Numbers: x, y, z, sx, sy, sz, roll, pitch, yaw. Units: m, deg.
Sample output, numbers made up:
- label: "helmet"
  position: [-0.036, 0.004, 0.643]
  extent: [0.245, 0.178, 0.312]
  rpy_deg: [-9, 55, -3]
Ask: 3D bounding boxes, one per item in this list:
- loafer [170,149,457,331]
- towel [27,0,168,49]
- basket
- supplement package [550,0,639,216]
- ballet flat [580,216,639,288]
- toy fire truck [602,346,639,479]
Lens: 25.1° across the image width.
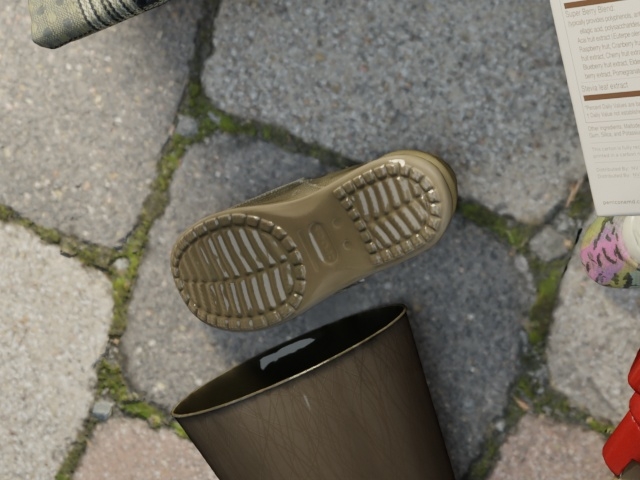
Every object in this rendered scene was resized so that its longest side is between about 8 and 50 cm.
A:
- label: "loafer"
  position: [0.000, 0.000, 1.114]
  extent: [0.268, 0.092, 0.102]
  rpy_deg: [-17, 93, 34]
- label: "towel"
  position: [-0.087, -0.317, 1.030]
  extent: [0.312, 0.056, 0.324]
  rpy_deg: [-22, 60, 21]
- label: "basket"
  position: [0.021, 0.191, 1.111]
  extent: [0.204, 0.154, 0.227]
  rpy_deg: [-23, 96, 19]
- label: "supplement package"
  position: [0.261, -0.181, 0.915]
  extent: [0.175, 0.177, 0.293]
  rpy_deg: [-1, 109, 46]
- label: "ballet flat"
  position: [0.288, -0.021, 1.031]
  extent: [0.221, 0.079, 0.077]
  rpy_deg: [-21, 94, 18]
- label: "toy fire truck"
  position: [0.295, 0.184, 1.041]
  extent: [0.217, 0.158, 0.246]
  rpy_deg: [33, 118, 7]
